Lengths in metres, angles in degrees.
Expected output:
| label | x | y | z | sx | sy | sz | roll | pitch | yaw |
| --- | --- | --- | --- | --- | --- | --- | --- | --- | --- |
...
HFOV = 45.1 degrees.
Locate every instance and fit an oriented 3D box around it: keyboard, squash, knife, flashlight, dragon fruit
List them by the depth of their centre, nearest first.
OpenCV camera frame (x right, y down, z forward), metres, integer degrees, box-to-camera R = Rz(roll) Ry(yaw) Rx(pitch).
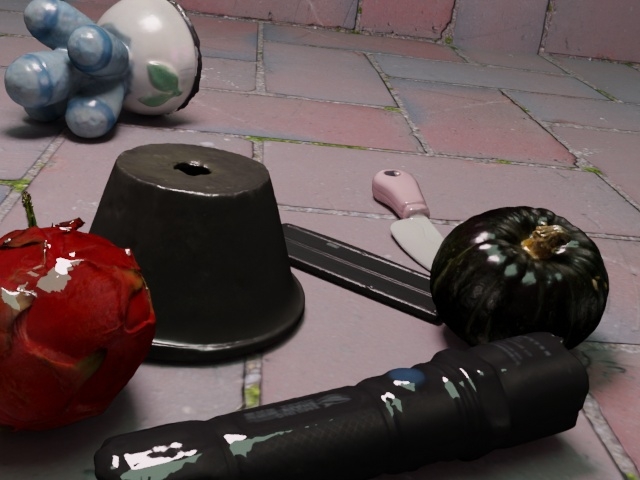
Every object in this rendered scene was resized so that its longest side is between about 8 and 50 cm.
| label | x | y | z | sx | sy | sz | roll | pitch | yaw |
| --- | --- | --- | --- | --- | --- | --- | --- | --- | --- |
| flashlight | 0.032 | 0.150 | 0.619 | 0.424 | 0.103 | 0.103 | -6 | 28 | -27 |
| dragon fruit | -0.226 | 0.069 | 0.626 | 0.172 | 0.172 | 0.210 | 27 | 41 | 36 |
| squash | 0.215 | 0.042 | 0.842 | 0.193 | 0.155 | 0.193 | -8 | 41 | 7 |
| keyboard | -0.003 | 0.011 | 0.992 | 0.381 | 0.041 | 0.103 | 27 | 29 | 24 |
| knife | 0.137 | -0.023 | 1.099 | 0.081 | 0.043 | 0.336 | -4 | 28 | -11 |

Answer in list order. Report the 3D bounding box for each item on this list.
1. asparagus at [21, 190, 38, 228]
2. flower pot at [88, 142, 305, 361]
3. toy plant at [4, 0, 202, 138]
| label | x | y | z | sx | sy | sz | roll | pitch | yaw |
| --- | --- | --- | --- | --- | --- | --- | --- | --- | --- |
| asparagus | -0.373 | -0.030 | 0.990 | 0.016 | 0.013 | 0.166 | 8 | 22 | -27 |
| flower pot | -0.143 | -0.006 | 0.827 | 0.269 | 0.166 | 0.269 | 5 | 24 | -2 |
| toy plant | -0.398 | -0.303 | 1.343 | 0.247 | 0.247 | 0.332 | 23 | 30 | 30 |
